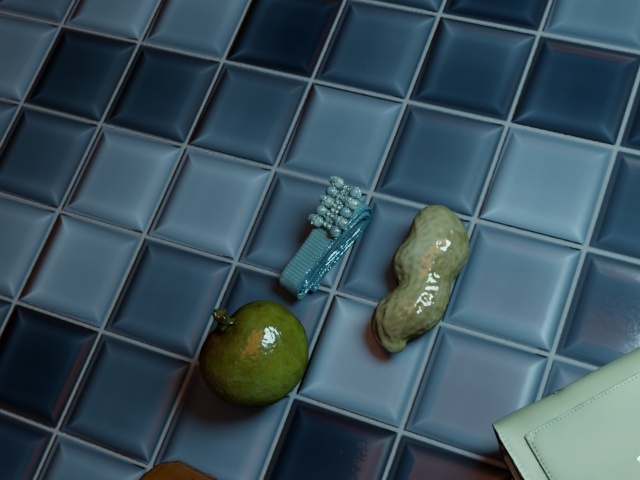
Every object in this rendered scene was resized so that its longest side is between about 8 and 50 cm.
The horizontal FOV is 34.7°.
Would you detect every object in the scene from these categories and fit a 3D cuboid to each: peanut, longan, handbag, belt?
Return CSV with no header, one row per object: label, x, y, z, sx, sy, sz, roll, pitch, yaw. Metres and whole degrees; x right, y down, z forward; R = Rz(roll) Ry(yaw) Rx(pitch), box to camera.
peanut,0.144,0.057,1.469,0.104,0.085,0.228,14,73,29
longan,-0.099,0.154,1.443,0.145,0.176,0.155,-2,51,53
handbag,0.423,0.251,1.279,0.358,0.160,0.237,-28,58,1
belt,0.003,0.003,1.521,0.065,0.100,0.179,32,81,27

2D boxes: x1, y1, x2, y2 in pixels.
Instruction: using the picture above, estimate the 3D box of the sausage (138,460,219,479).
sausage,-0.143,0.385,1.381,0.258,0.133,0.133,20,74,19
